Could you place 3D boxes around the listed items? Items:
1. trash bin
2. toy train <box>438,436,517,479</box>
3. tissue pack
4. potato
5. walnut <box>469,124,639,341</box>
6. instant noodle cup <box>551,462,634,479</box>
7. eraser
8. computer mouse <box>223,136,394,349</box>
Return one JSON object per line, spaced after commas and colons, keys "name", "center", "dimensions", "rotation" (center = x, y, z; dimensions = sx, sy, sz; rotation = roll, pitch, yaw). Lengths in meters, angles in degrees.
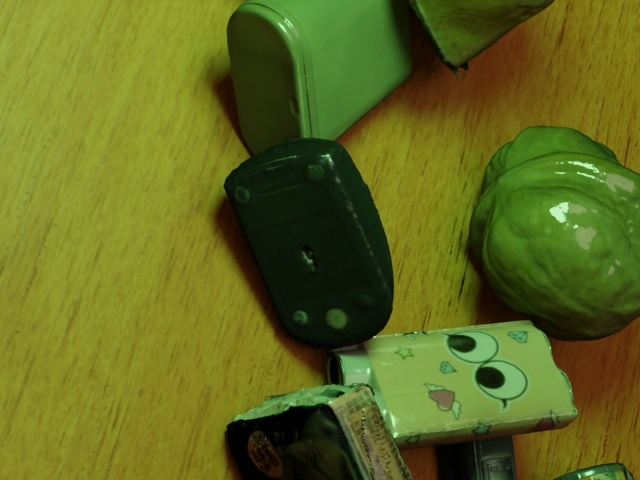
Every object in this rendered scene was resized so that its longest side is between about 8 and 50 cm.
{"name": "trash bin", "center": [0.006, -0.244, 1.792], "dimensions": [0.247, 0.121, 0.243], "rotation": [-42, 140, -35]}
{"name": "toy train", "center": [0.224, 0.424, 1.836], "dimensions": [0.086, 0.089, 0.410], "rotation": [2, 77, -37]}
{"name": "tissue pack", "center": [0.031, 0.335, 1.638], "dimensions": [0.123, 0.245, 0.332], "rotation": [-26, 94, -35]}
{"name": "potato", "center": [0.267, -0.396, 1.826], "dimensions": [0.397, 0.296, 0.290], "rotation": [23, 56, -64]}
{"name": "walnut", "center": [0.345, -0.009, 1.913], "dimensions": [0.277, 0.253, 0.282], "rotation": [37, 63, -21]}
{"name": "instant noodle cup", "center": [0.378, 0.380, 1.907], "dimensions": [0.208, 0.178, 0.126], "rotation": [-13, 68, -3]}
{"name": "eraser", "center": [0.165, 0.192, 1.784], "dimensions": [0.290, 0.087, 0.171], "rotation": [-5, 43, -16]}
{"name": "computer mouse", "center": [0.000, 0.000, 1.743], "dimensions": [0.269, 0.170, 0.100], "rotation": [68, 24, -16]}
